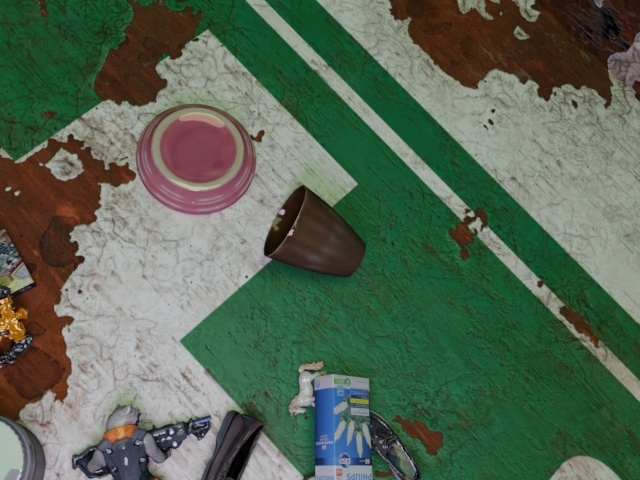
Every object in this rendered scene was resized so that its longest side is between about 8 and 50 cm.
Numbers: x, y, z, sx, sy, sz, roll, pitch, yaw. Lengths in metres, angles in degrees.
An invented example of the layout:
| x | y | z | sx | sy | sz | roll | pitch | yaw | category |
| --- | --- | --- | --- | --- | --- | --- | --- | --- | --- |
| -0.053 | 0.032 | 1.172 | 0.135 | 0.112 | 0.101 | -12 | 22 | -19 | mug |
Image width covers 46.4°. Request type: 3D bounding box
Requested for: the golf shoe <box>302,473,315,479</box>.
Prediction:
| x | y | z | sx | sy | sz | roll | pitch | yaw | category |
| --- | --- | --- | --- | --- | --- | --- | --- | --- | --- |
| 0.034 | 0.695 | 1.808 | 0.105 | 0.120 | 0.273 | -19 | 75 | -16 | golf shoe |

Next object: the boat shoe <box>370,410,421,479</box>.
| x | y | z | sx | sy | sz | roll | pitch | yaw | category |
| --- | --- | --- | --- | --- | --- | --- | --- | --- | --- |
| 0.178 | 0.531 | 1.918 | 0.080 | 0.076 | 0.229 | -31 | 81 | -20 | boat shoe |

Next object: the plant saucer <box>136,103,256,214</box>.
| x | y | z | sx | sy | sz | roll | pitch | yaw | category |
| --- | --- | --- | --- | --- | --- | --- | --- | --- | --- |
| -0.340 | -0.238 | 2.063 | 0.331 | 0.084 | 0.333 | 4 | 70 | -12 | plant saucer |

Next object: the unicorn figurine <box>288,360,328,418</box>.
| x | y | z | sx | sy | sz | roll | pitch | yaw | category |
| --- | --- | --- | --- | --- | --- | --- | --- | --- | --- |
| -0.030 | 0.394 | 1.934 | 0.111 | 0.060 | 0.162 | 2 | 55 | -11 | unicorn figurine |

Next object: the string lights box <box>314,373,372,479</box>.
| x | y | z | sx | sy | sz | roll | pitch | yaw | category |
| --- | --- | --- | --- | --- | --- | --- | --- | --- | --- |
| 0.056 | 0.475 | 1.875 | 0.133 | 0.076 | 0.260 | 15 | 66 | -40 | string lights box |

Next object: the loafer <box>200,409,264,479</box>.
| x | y | z | sx | sy | sz | roll | pitch | yaw | category |
| --- | --- | --- | --- | --- | --- | --- | --- | --- | --- |
| -0.220 | 0.555 | 1.782 | 0.095 | 0.109 | 0.303 | 8 | 59 | 16 | loafer |

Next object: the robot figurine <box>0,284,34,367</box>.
| x | y | z | sx | sy | sz | roll | pitch | yaw | category |
| --- | --- | --- | --- | --- | --- | --- | --- | --- | --- |
| -0.836 | 0.222 | 1.768 | 0.290 | 0.085 | 0.211 | -24 | 109 | -20 | robot figurine |

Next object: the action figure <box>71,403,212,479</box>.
| x | y | z | sx | sy | sz | roll | pitch | yaw | category |
| --- | --- | --- | --- | --- | --- | --- | --- | --- | --- |
| -0.390 | 0.528 | 1.743 | 0.341 | 0.178 | 0.330 | -22 | 87 | -16 | action figure |

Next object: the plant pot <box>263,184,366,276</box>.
| x | y | z | sx | sy | sz | roll | pitch | yaw | category |
| --- | --- | --- | --- | --- | --- | --- | --- | --- | --- |
| 0.000 | 0.000 | 2.007 | 0.230 | 0.215 | 0.216 | 29 | 67 | -16 | plant pot |

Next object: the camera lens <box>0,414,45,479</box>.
| x | y | z | sx | sy | sz | roll | pitch | yaw | category |
| --- | --- | --- | --- | --- | --- | --- | --- | --- | --- |
| -0.724 | 0.492 | 1.620 | 0.219 | 0.274 | 0.220 | 4 | 70 | -11 | camera lens |

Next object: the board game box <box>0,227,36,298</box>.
| x | y | z | sx | sy | sz | roll | pitch | yaw | category |
| --- | --- | --- | --- | --- | --- | --- | --- | --- | --- |
| -0.858 | 0.097 | 1.852 | 0.243 | 0.042 | 0.165 | -28 | 80 | -20 | board game box |
